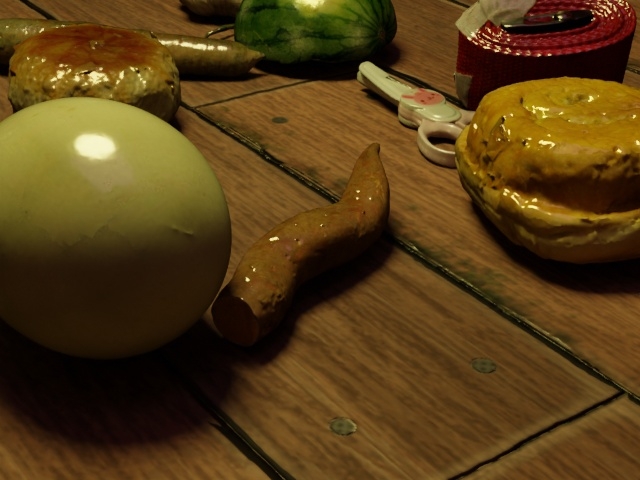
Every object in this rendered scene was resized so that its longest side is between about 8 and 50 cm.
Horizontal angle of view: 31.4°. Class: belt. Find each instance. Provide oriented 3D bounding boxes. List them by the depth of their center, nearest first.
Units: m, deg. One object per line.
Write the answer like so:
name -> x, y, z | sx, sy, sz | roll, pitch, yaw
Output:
belt -> 0.251, -0.207, 1.298 | 0.200, 0.124, 0.128 | -5, 49, -2

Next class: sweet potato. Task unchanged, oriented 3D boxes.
sweet potato -> 0.000, 0.000, 0.970 | 0.067, 0.059, 0.281 | 28, 38, 19

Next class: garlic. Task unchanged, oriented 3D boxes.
garlic -> -0.127, -0.363, 1.579 | 0.159, 0.102, 0.147 | 25, 34, 37

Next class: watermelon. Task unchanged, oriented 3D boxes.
watermelon -> -0.014, -0.300, 1.449 | 0.204, 0.127, 0.232 | -24, 32, -33

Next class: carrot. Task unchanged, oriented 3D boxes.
carrot -> -0.237, -0.229, 1.373 | 0.342, 0.070, 0.070 | 4, 29, 0

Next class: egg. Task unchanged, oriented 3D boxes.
egg -> -0.175, -0.014, 0.855 | 0.188, 0.189, 0.253 | -18, 29, -31

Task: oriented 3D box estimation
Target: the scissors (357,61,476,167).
scissors -> 0.114, -0.145, 1.269 | 0.118, 0.031, 0.242 | -17, 38, -30

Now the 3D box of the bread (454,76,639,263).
bread -> 0.231, -0.068, 1.042 | 0.198, 0.120, 0.236 | -9, 30, -14

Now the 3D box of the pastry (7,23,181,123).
pastry -> -0.245, -0.174, 1.242 | 0.182, 0.093, 0.192 | -2, 28, -11
